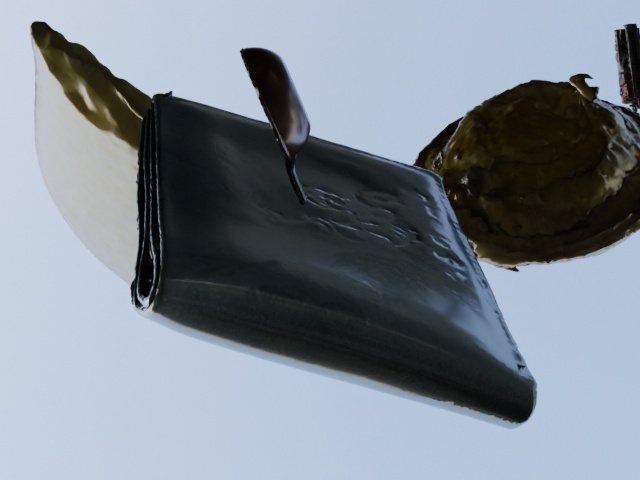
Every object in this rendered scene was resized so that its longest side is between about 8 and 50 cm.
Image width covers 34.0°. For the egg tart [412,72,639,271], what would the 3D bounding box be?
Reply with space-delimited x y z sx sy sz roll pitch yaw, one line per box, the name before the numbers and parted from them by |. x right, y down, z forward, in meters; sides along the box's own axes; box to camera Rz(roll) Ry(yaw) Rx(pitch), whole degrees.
egg tart | 0.227 -0.094 1.111 0.291 0.290 0.107 -8 -48 14

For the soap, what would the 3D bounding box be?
soap | -0.161 -0.044 1.058 0.306 0.115 0.427 32 -27 3

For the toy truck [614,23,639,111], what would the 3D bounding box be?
toy truck | 0.291 -0.159 0.976 0.024 0.032 0.083 -4 -94 -2

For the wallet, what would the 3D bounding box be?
wallet | -0.001 0.001 0.709 0.251 0.290 0.054 17 -64 -17

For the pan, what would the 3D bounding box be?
pan | -0.017 -0.065 0.607 0.023 0.068 0.115 -22 -43 0
